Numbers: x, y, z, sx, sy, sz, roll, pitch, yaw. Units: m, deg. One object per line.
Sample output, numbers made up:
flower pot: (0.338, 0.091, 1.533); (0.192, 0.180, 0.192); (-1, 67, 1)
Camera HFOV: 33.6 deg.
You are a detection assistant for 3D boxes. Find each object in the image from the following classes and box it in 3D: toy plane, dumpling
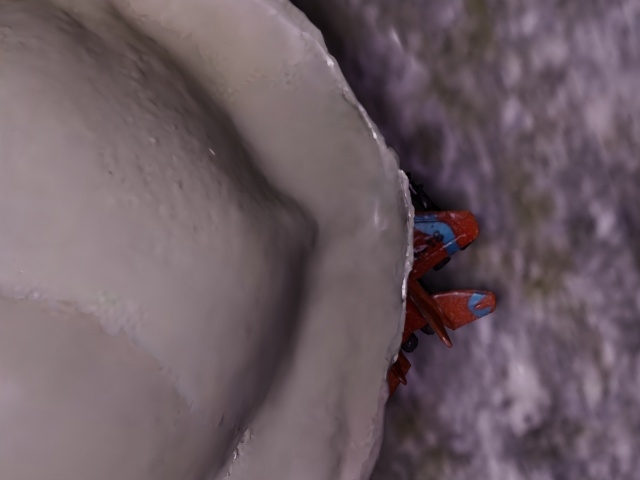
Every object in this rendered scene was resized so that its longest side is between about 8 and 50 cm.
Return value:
toy plane: (0.000, -0.001, 0.538); (0.130, 0.061, 0.189); (-41, 103, 12)
dumpling: (-0.131, -0.014, 0.401); (0.341, 0.181, 0.260); (17, 85, 9)
